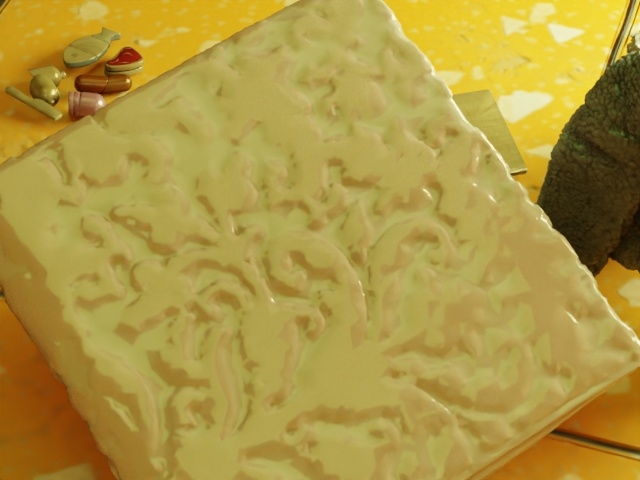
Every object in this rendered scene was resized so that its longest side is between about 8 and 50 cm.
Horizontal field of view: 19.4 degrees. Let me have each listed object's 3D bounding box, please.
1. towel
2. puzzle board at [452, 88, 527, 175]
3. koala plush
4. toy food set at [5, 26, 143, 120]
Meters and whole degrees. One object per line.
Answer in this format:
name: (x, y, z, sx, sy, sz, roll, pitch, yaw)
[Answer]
towel: (-0.015, 0.030, 1.168, 0.317, 0.053, 0.332, -31, 75, -14)
puzzle board: (0.082, -0.072, 1.418, 0.128, 0.011, 0.096, -10, 46, -9)
koala plush: (0.273, -0.072, 1.307, 0.196, 0.203, 0.221, 21, 36, 20)
toy food set: (-0.185, -0.124, 1.469, 0.078, 0.019, 0.122, 30, 44, 27)
